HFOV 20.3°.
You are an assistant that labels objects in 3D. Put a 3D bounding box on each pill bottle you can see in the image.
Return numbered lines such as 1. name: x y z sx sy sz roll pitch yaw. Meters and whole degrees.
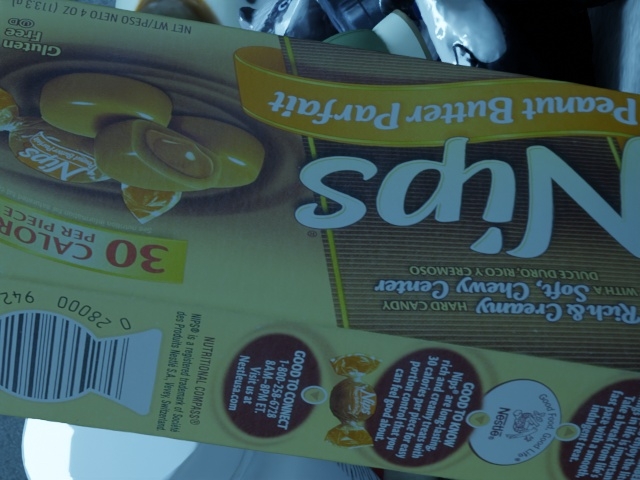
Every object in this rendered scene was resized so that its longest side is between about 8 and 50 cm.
1. pill bottle: -0.052 0.170 1.117 0.283 0.160 0.160 51 -145 -46

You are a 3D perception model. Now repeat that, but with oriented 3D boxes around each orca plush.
1. orca plush: 0.112 -0.119 0.964 0.102 0.151 0.287 -33 39 36

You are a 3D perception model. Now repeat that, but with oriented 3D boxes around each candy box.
1. candy box: 0.000 0.000 0.768 0.183 0.316 0.087 -87 9 -47

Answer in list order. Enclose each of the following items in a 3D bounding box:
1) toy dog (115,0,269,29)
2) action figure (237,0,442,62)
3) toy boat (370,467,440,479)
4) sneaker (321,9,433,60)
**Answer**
1. toy dog: -0.107 -0.172 1.938 0.408 0.395 0.285 91 -169 -50
2. action figure: 0.010 -0.057 1.098 0.341 0.178 0.330 59 -171 -46
3. toy boat: 0.016 0.111 1.330 0.231 0.151 0.151 149 129 -83
4. sneaker: 0.035 -0.012 0.898 0.064 0.086 0.192 166 83 -81
